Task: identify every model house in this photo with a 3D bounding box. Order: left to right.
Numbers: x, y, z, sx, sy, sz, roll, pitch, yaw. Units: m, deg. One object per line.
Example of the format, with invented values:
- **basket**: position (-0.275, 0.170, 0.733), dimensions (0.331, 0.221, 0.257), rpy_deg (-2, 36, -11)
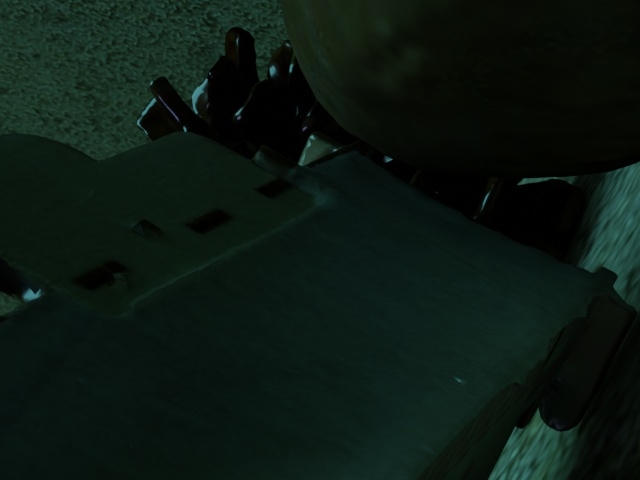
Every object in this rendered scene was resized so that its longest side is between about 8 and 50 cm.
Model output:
- **model house**: position (-0.063, 0.112, 0.543), dimensions (0.326, 0.169, 0.244), rpy_deg (-32, -33, -64)

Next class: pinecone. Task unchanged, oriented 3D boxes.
- **pinecone**: position (0.000, 0.000, 0.832), dimensions (0.208, 0.208, 0.208), rpy_deg (-63, 3, 6)

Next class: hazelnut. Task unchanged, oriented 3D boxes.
- **hazelnut**: position (0.082, -0.116, 0.606), dimensions (0.214, 0.176, 0.214), rpy_deg (-34, -2, -1)

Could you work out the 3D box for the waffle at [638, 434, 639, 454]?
- **waffle**: position (0.013, 0.165, 0.303), dimensions (0.329, 0.062, 0.329), rpy_deg (-62, 1, 3)
